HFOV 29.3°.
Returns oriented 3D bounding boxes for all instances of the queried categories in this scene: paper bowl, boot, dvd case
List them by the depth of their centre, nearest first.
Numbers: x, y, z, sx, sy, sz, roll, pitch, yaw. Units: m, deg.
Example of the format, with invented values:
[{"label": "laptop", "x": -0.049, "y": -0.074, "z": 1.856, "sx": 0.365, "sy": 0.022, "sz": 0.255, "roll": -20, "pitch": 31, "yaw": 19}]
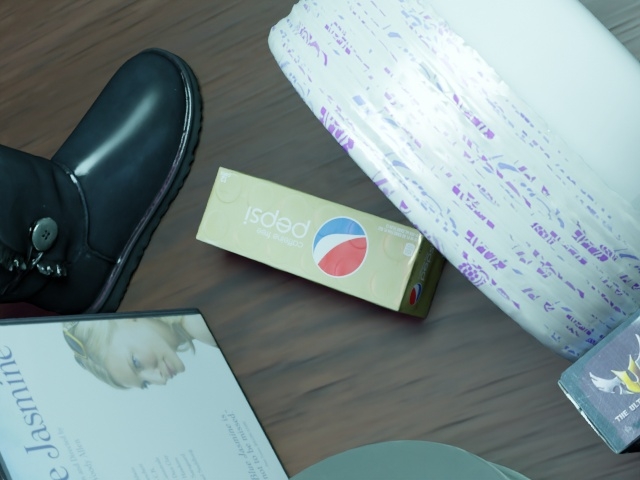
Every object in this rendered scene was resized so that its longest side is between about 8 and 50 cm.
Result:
[{"label": "paper bowl", "x": 0.115, "y": -0.074, "z": 0.747, "sx": 0.148, "sy": 0.284, "sz": 0.284, "roll": -44, "pitch": 66, "yaw": 12}, {"label": "dvd case", "x": -0.137, "y": 0.129, "z": 0.859, "sx": 0.022, "sy": 0.253, "sz": 0.180, "roll": -43, "pitch": 66, "yaw": 29}, {"label": "boot", "x": -0.205, "y": -0.054, "z": 0.946, "sx": 0.094, "sy": 0.207, "sz": 0.246, "roll": 24, "pitch": 92, "yaw": 28}]

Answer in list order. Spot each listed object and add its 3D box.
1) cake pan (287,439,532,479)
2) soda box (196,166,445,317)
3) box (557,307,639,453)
[{"label": "cake pan", "x": 0.030, "y": 0.243, "z": 0.776, "sx": 0.293, "sy": 0.054, "sz": 0.293, "roll": -21, "pitch": 35, "yaw": 16}, {"label": "soda box", "x": 0.000, "y": 0.000, "z": 0.920, "sx": 0.181, "sy": 0.058, "sz": 0.061, "roll": 19, "pitch": 91, "yaw": 27}, {"label": "box", "x": 0.262, "y": 0.033, "z": 0.714, "sx": 0.233, "sy": 0.183, "sz": 0.059, "roll": -43, "pitch": 66, "yaw": 15}]
